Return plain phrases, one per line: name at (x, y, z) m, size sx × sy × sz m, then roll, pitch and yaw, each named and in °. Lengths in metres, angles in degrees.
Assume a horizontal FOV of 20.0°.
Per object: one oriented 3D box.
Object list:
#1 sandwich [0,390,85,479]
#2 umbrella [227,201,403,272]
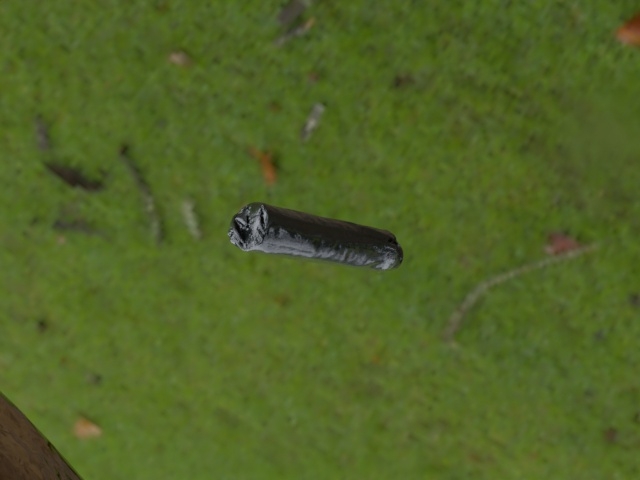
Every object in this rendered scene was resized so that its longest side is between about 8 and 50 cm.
sandwich at (-0.076, 0.122, 0.561) m, size 0.212 × 0.063 × 0.245 m, roll 57°, pitch -175°, yaw 5°
umbrella at (0.001, 0.000, 1.123) m, size 0.133 × 0.031 × 0.036 m, roll 11°, pitch 180°, yaw -44°
